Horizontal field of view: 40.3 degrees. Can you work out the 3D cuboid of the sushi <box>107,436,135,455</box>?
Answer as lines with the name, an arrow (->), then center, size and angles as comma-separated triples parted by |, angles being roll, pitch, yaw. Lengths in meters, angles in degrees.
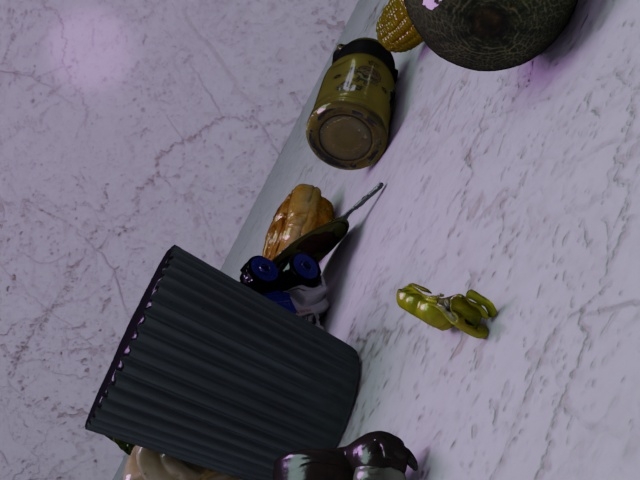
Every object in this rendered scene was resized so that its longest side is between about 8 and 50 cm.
sushi -> -0.335, 0.350, 1.996 | 0.352, 0.294, 0.178 | -66, 16, -18

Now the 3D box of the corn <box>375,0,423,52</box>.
corn -> 0.223, -0.503, 1.767 | 0.344, 0.131, 0.131 | -44, 23, 61

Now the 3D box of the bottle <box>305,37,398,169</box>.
bottle -> 0.084, -0.322, 1.906 | 0.171, 0.171, 0.351 | -54, 13, 41

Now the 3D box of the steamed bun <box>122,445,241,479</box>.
steamed bun -> -0.223, 0.421, 1.535 | 0.189, 0.247, 0.428 | -55, 0, 4

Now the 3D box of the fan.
fan -> -0.001, -0.001, 1.702 | 0.335, 0.011, 0.229 | -42, -16, 15

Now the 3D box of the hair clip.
hair clip -> 0.142, 0.081, 1.014 | 0.046, 0.072, 0.173 | -63, 20, -8

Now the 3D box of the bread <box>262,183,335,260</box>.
bread -> -0.052, -0.017, 1.961 | 0.198, 0.120, 0.236 | -58, 13, 34

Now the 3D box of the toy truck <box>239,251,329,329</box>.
toy truck -> -0.079, 0.134, 1.588 | 0.161, 0.213, 0.177 | -54, 53, 39

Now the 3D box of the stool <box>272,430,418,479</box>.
stool -> 0.026, 0.283, 0.967 | 0.217, 0.125, 0.121 | -27, 53, 42

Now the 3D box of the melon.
melon -> 0.228, -0.360, 1.159 | 0.237, 0.237, 0.302 | -54, 15, 41

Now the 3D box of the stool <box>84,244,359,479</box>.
stool -> -0.141, 0.209, 1.317 | 0.297, 0.330, 0.297 | -59, 13, 22
